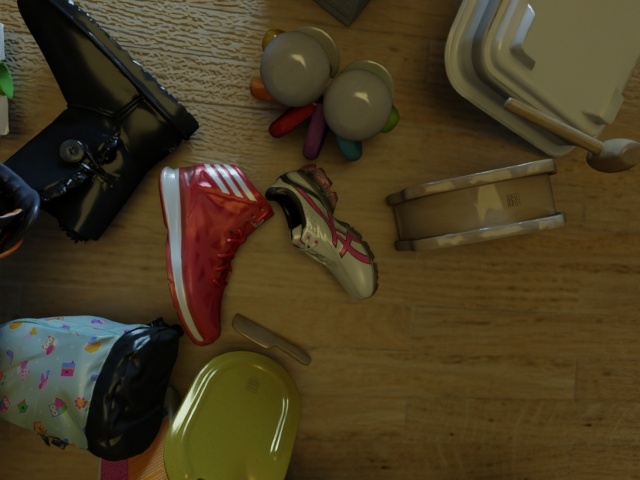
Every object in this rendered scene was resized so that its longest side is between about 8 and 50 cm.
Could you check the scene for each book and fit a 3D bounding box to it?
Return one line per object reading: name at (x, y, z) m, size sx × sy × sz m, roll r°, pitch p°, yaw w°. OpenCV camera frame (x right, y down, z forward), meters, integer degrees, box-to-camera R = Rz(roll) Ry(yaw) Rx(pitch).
book at (-0.201, 0.246, 0.460) m, size 0.096 × 0.144 × 0.035 m, roll -27°, pitch 127°, yaw -6°

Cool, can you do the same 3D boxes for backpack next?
backpack at (-0.260, 0.142, 0.447) m, size 0.182 × 0.115 × 0.151 m, roll 9°, pitch 74°, yaw 17°

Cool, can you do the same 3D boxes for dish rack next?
dish rack at (0.320, -0.292, 0.496) m, size 0.286 × 0.072 × 0.332 m, roll 19°, pitch 97°, yaw -28°

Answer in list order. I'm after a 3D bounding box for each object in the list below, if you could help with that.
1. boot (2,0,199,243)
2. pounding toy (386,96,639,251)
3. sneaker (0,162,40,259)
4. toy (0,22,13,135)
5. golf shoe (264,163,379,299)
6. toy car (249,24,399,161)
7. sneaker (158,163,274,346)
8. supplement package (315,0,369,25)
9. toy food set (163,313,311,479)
boot at (-0.297, -0.142, 0.473) m, size 0.246 × 0.094 × 0.207 m, roll 43°, pitch 81°, yaw -11°
pounding toy at (0.217, -0.080, 0.521) m, size 0.270 × 0.154 × 0.154 m, roll -11°, pitch 91°, yaw 12°
sneaker at (-0.337, 0.050, 0.355) m, size 0.180 × 0.125 × 0.320 m, roll -31°, pitch 67°, yaw 24°
toy at (-0.485, -0.178, 0.471) m, size 0.238 × 0.056 × 0.136 m, roll -5°, pitch 87°, yaw -12°
golf shoe at (0.000, 0.000, 0.512) m, size 0.086 × 0.067 × 0.186 m, roll -31°, pitch 88°, yaw -34°
toy car at (0.001, -0.165, 0.500) m, size 0.182 × 0.159 × 0.136 m, roll 28°, pitch 120°, yaw -6°
sneaker at (-0.114, 0.010, 0.500) m, size 0.128 × 0.087 × 0.221 m, roll -10°, pitch 92°, yaw -6°
supplement package at (0.049, -0.410, 0.467) m, size 0.149 × 0.203 × 0.194 m, roll 36°, pitch 86°, yaw -5°
toy food set at (-0.093, 0.204, 0.473) m, size 0.128 × 0.217 × 0.071 m, roll 25°, pitch 126°, yaw -2°
